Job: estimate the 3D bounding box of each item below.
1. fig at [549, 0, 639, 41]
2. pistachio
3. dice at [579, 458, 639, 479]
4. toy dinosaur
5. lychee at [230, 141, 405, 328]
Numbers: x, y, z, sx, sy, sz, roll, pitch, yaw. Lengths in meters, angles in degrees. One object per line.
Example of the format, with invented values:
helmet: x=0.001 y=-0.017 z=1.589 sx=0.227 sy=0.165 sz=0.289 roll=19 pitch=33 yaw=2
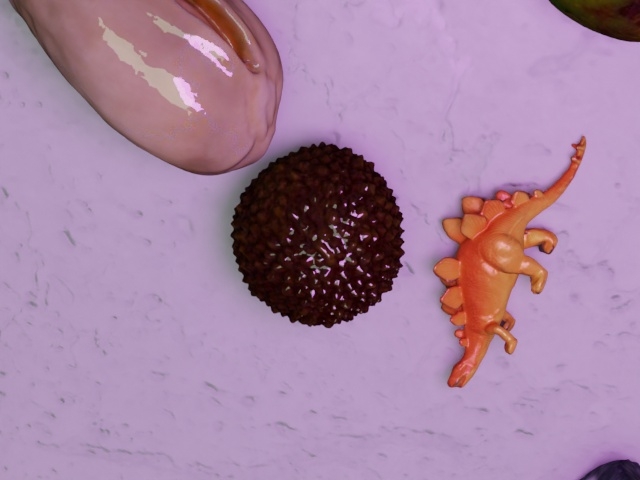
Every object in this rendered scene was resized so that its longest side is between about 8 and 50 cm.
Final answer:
fig: x=0.294 y=-0.280 z=1.827 sx=0.191 sy=0.181 sz=0.181 roll=-1 pitch=105 yaw=25
pistachio: x=-0.164 y=-0.185 z=1.851 sx=0.299 sy=0.187 sz=0.187 roll=40 pitch=100 yaw=-3
dice: x=0.321 y=0.348 z=1.968 sx=0.181 sy=0.182 sz=0.183 roll=37 pitch=99 yaw=-7
toy dinosaur: x=0.175 y=0.013 z=1.950 sx=0.117 sy=0.070 sz=0.288 roll=21 pitch=98 yaw=-5
lychee: x=0.000 y=0.000 z=1.892 sx=0.188 sy=0.188 sz=0.188 roll=0 pitch=104 yaw=0
